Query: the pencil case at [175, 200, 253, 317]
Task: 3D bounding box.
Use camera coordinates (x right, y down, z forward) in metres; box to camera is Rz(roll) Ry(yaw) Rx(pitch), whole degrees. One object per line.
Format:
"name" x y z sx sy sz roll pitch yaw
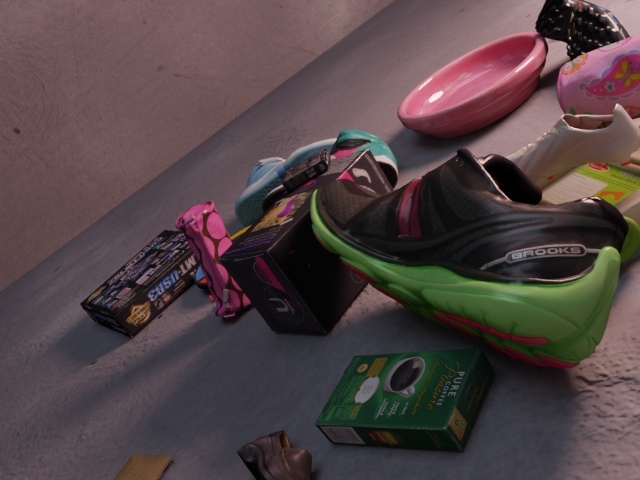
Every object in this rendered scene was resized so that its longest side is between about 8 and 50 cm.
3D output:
"pencil case" -0.192 0.036 1.222 0.095 0.209 0.098 -19 14 21

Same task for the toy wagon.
"toy wagon" 0.387 -0.088 0.855 0.345 0.068 0.267 -33 22 1

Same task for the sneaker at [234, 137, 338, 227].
"sneaker" -0.059 -0.167 1.582 0.319 0.127 0.208 -28 23 13

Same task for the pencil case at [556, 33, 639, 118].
"pencil case" 0.495 -0.246 0.976 0.284 0.124 0.124 -14 28 42

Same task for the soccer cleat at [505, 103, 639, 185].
"soccer cleat" 0.300 -0.120 0.845 0.196 0.076 0.068 -11 30 44

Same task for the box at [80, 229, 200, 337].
"box" -0.407 0.090 1.600 0.295 0.073 0.293 -45 23 -26

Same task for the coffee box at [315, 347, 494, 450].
"coffee box" 0.091 0.176 0.746 0.184 0.040 0.113 -14 29 42

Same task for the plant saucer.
"plant saucer" 0.326 -0.317 1.410 0.332 0.084 0.332 -29 21 12

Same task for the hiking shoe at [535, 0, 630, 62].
"hiking shoe" 0.517 -0.377 1.225 0.132 0.113 0.304 5 39 -14

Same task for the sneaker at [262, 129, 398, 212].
"sneaker" 0.024 -0.141 1.400 0.296 0.123 0.178 -16 31 20

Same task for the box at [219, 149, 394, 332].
"box" 0.000 0.000 1.081 0.143 0.165 0.270 -8 33 50

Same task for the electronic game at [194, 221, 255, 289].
"electronic game" -0.175 0.026 1.439 0.229 0.048 0.229 -28 22 12

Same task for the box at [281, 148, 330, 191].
"box" -0.023 -0.118 1.115 0.083 0.018 0.067 -29 19 13

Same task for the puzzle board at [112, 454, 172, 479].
"puzzle board" -0.270 0.353 0.926 0.096 0.011 0.128 -14 29 39

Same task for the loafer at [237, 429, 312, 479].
"loafer" -0.036 0.253 0.740 0.061 0.062 0.170 -36 22 -19

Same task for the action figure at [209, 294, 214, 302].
"action figure" -0.162 0.086 1.307 0.115 0.038 0.030 -33 38 3

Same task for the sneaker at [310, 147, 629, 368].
"sneaker" 0.160 -0.007 0.818 0.483 0.185 0.202 24 79 54
